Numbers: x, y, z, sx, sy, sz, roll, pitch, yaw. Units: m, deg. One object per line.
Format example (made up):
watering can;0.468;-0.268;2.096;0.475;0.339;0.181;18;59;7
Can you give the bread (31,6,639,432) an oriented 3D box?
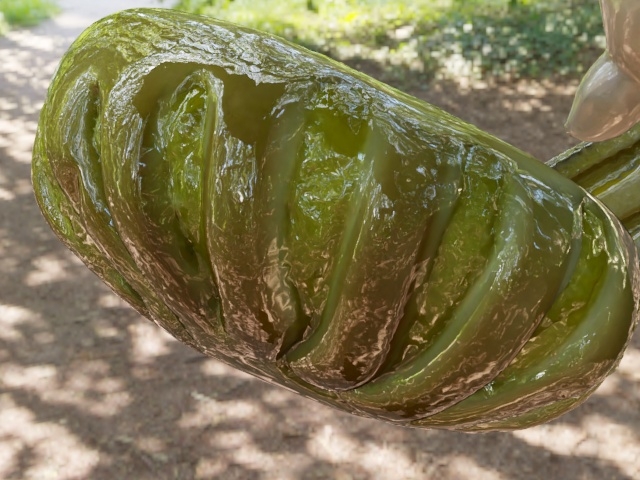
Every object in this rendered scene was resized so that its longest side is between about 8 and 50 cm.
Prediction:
bread;0.000;0.000;0.547;0.333;0.160;0.333;23;-1;1

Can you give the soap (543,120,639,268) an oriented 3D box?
soap;0.254;-0.016;0.993;0.233;0.135;0.076;-29;-12;-13

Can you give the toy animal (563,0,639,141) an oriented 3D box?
toy animal;0.293;-0.186;0.647;0.256;0.212;0.195;-4;-17;-19
